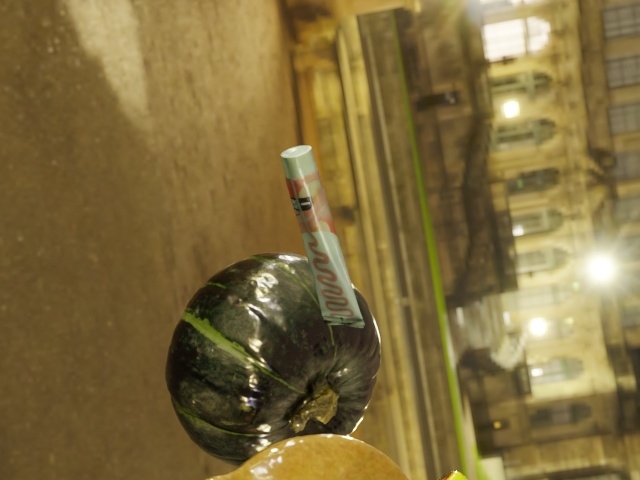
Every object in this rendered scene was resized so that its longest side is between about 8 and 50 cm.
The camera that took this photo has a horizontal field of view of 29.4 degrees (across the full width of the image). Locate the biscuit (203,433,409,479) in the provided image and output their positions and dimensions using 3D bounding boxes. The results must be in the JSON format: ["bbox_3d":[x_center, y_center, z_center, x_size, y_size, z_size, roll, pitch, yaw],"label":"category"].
[{"bbox_3d":[0.032,0.212,0.720,0.249,0.184,0.035,41,-16,0],"label":"biscuit"}]

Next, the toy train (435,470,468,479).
[{"bbox_3d":[0.134,0.242,0.601,0.296,0.100,0.160,47,-32,-2],"label":"toy train"}]

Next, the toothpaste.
[{"bbox_3d":[0.000,0.000,1.296,0.036,0.056,0.205,-36,118,-42],"label":"toothpaste"}]

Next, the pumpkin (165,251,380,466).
[{"bbox_3d":[-0.065,0.174,1.723,0.323,0.241,0.323,-30,133,-38],"label":"pumpkin"}]
